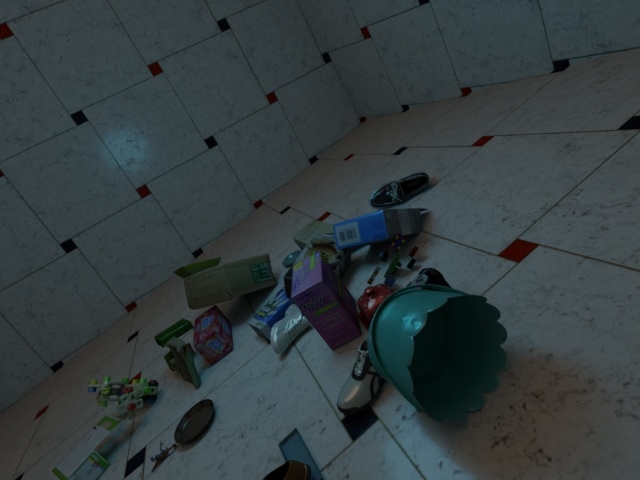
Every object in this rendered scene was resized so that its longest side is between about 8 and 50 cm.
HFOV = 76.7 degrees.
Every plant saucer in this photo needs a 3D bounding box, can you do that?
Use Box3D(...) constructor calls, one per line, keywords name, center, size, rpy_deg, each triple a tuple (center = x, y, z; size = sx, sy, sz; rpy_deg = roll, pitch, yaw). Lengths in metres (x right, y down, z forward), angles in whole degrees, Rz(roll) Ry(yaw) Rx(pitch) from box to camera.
Box3D(name="plant saucer", center=(-0.595, 0.137, 1.967), size=(0.188, 0.045, 0.188), rpy_deg=(-14, -4, -36))
Box3D(name="plant saucer", center=(-0.145, 0.097, 2.111), size=(0.119, 0.021, 0.119), rpy_deg=(-30, 23, 14))
Box3D(name="plant saucer", center=(-0.433, 0.634, 1.410), size=(0.168, 0.029, 0.168), rpy_deg=(-30, 23, 14))
Box3D(name="plant saucer", center=(-0.052, 0.555, 1.020), size=(0.067, 0.018, 0.192), rpy_deg=(-40, 23, -11))

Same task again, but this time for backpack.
Box3D(name="backpack", center=(0.290, 0.185, 1.141), size=(0.182, 0.152, 0.115), rpy_deg=(-47, 8, -18))

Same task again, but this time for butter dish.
Box3D(name="butter dish", center=(0.180, 0.195, 1.287), size=(0.160, 0.118, 0.160), rpy_deg=(-37, 22, -1))

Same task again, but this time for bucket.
Box3D(name="bucket", center=(0.252, 0.236, 0.910), size=(0.281, 0.281, 0.183), rpy_deg=(-43, 20, -19))

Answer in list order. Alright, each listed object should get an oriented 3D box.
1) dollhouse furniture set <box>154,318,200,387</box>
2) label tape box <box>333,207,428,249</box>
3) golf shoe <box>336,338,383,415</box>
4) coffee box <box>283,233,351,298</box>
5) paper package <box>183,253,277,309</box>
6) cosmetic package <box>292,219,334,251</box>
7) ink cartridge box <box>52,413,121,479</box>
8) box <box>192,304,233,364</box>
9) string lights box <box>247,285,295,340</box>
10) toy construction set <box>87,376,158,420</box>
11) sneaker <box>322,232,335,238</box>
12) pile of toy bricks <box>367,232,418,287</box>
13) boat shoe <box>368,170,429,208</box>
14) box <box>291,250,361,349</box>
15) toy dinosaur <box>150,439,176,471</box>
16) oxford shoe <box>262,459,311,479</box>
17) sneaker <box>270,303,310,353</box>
Box3D(name="dollhouse furniture set", center=(-0.564, 0.478, 1.744), size=(0.151, 0.197, 0.301), rpy_deg=(-31, 18, -35))
Box3D(name="label tape box", center=(0.258, -0.049, 1.638), size=(0.249, 0.115, 0.348), rpy_deg=(-15, -8, 42))
Box3D(name="golf shoe", center=(0.124, 0.334, 1.083), size=(0.273, 0.120, 0.105), rpy_deg=(-46, 25, -21))
Box3D(name="coffee box", center=(-0.005, 0.114, 1.629), size=(0.168, 0.118, 0.297), rpy_deg=(13, 40, 20))
Box3D(name="paper package", center=(-0.429, 0.197, 1.951), size=(0.309, 0.168, 0.325), rpy_deg=(-19, -5, 34))
Box3D(name="cosmetic package", center=(0.000, 0.000, 1.976), size=(0.160, 0.113, 0.309), rpy_deg=(-41, 23, -14))
Box3D(name="ink cartridge box", center=(-0.886, 0.832, 1.587), size=(0.189, 0.097, 0.255), rpy_deg=(-14, 26, 44))
Box3D(name="box", center=(-0.476, 0.413, 1.798), size=(0.123, 0.128, 0.257), rpy_deg=(-35, 21, -4))
Box3D(name="string lights box", center=(-0.163, 0.284, 1.670), size=(0.259, 0.076, 0.133), rpy_deg=(-45, 23, -24))
Box3D(name="toy construction set", center=(-0.831, 0.653, 1.725), size=(0.328, 0.215, 0.151), rpy_deg=(-1, 72, 43))
Box3D(name="sneaker", center=(0.115, 0.026, 1.804), size=(0.217, 0.121, 0.079), rpy_deg=(0, 14, -2))
Box3D(name="pile of toy bricks", center=(0.257, 0.091, 1.445), size=(0.212, 0.118, 0.105), rpy_deg=(-54, -8, -20))
Box3D(name="boat shoe", center=(0.367, -0.230, 1.905), size=(0.306, 0.113, 0.105), rpy_deg=(-19, 11, 15))
Box3D(name="box", center=(0.018, 0.196, 1.357), size=(0.117, 0.243, 0.213), rpy_deg=(-31, 21, 12))
Box3D(name="toy dinosaur", center=(-0.529, 0.727, 1.374), size=(0.082, 0.047, 0.090), rpy_deg=(-22, 57, 9))
Box3D(name="oxford shoe", center=(-0.121, 0.591, 0.953), size=(0.212, 0.076, 0.076), rpy_deg=(-47, 25, 4))
Box3D(name="sneaker", center=(-0.099, 0.317, 1.496), size=(0.115, 0.090, 0.232), rpy_deg=(-14, 31, 37))
